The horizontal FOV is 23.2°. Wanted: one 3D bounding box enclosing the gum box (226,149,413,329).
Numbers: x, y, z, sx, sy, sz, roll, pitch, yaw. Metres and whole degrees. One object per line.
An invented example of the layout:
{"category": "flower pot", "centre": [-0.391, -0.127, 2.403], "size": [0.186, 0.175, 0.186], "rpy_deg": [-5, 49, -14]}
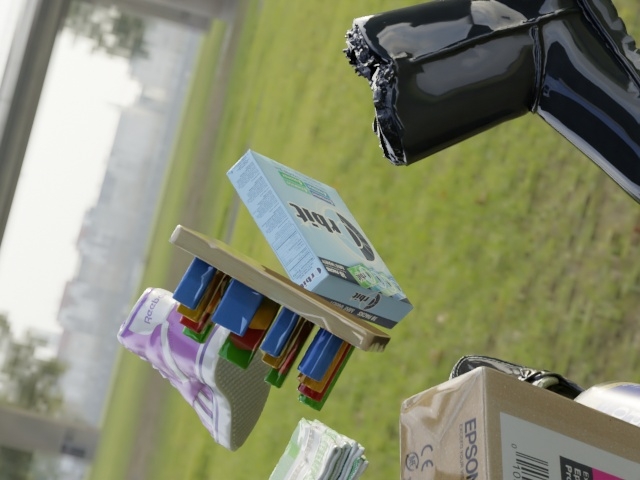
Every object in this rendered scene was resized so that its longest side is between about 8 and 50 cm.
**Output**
{"category": "gum box", "centre": [0.000, 0.000, 1.630], "size": [0.041, 0.157, 0.184], "rpy_deg": [-44, 54, 18]}

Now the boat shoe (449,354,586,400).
{"category": "boat shoe", "centre": [0.248, 0.177, 1.732], "size": [0.080, 0.224, 0.073], "rpy_deg": [-55, -23, -24]}

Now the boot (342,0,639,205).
{"category": "boot", "centre": [0.149, -0.095, 1.192], "size": [0.094, 0.207, 0.246], "rpy_deg": [85, 162, -69]}

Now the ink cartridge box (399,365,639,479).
{"category": "ink cartridge box", "centre": [0.148, 0.221, 0.999], "size": [0.088, 0.193, 0.234], "rpy_deg": [-32, 47, 43]}

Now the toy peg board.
{"category": "toy peg board", "centre": [-0.041, 0.066, 1.164], "size": [0.079, 0.161, 0.160], "rpy_deg": [-61, -8, 0]}

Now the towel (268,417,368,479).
{"category": "towel", "centre": [-0.023, 0.158, 0.919], "size": [0.113, 0.023, 0.152], "rpy_deg": [-56, 9, -6]}

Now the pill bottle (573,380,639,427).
{"category": "pill bottle", "centre": [0.278, 0.179, 1.174], "size": [0.219, 0.123, 0.122], "rpy_deg": [7, 82, 67]}

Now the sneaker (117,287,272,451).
{"category": "sneaker", "centre": [-0.148, 0.138, 1.806], "size": [0.102, 0.161, 0.282], "rpy_deg": [-58, -21, -27]}
